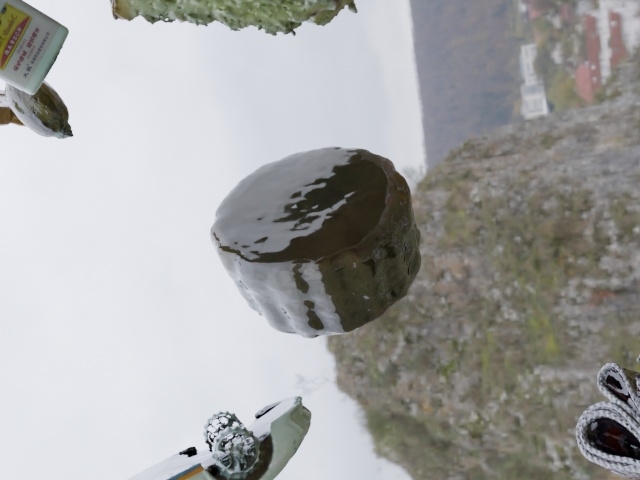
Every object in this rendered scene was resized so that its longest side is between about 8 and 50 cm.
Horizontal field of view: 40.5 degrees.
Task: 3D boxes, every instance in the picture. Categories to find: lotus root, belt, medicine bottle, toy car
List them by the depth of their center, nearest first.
[{"bbox_3d":[-0.093,0.150,0.494,0.056,0.204,0.095,64,167,1],"label":"toy car"},{"bbox_3d":[0.342,0.209,0.735,0.359,0.094,0.126,-120,52,-72],"label":"belt"},{"bbox_3d":[-0.303,-0.196,0.802,0.118,0.074,0.055,30,-178,-28],"label":"medicine bottle"},{"bbox_3d":[-0.324,-0.154,0.999,0.099,0.054,0.049,48,-148,3],"label":"lotus root"}]

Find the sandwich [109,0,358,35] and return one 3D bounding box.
[{"bbox_3d":[-0.076,-0.337,0.907,0.262,0.325,0.131,-109,27,-42],"label":"sandwich"}]

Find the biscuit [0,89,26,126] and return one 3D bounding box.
[{"bbox_3d":[-0.529,-0.208,1.310,0.288,0.202,0.044,-6,-66,-67],"label":"biscuit"}]

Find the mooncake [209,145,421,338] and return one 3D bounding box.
[{"bbox_3d":[0.000,0.000,0.961,0.228,0.228,0.124,-82,-20,-48],"label":"mooncake"}]
